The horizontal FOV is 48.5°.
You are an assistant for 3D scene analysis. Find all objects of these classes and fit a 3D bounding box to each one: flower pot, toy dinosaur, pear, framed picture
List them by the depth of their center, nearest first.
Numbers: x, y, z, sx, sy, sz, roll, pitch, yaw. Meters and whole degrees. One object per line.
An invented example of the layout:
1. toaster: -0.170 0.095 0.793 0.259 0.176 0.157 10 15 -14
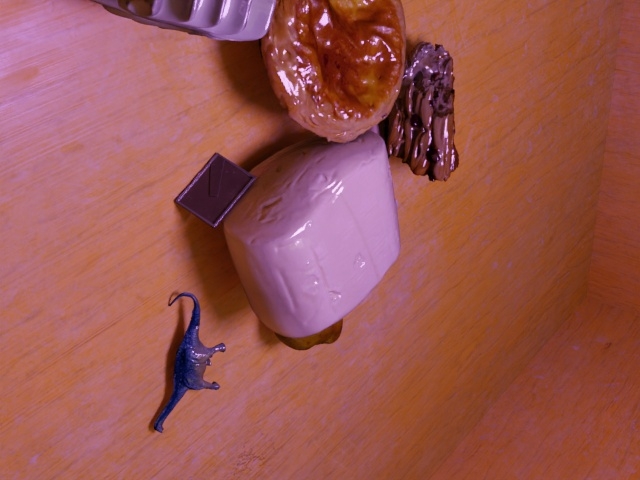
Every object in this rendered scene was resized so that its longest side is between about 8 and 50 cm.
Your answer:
1. flower pot: -0.265 -0.424 1.125 0.254 0.367 0.165 -12 117 -56
2. framed picture: -0.227 -0.110 1.541 0.149 0.109 0.011 -52 168 -19
3. toy dinosaur: -0.300 0.287 1.677 0.147 0.076 0.363 -2 114 -43
4. pear: -0.039 0.195 1.863 0.200 0.200 0.200 -27 127 -41

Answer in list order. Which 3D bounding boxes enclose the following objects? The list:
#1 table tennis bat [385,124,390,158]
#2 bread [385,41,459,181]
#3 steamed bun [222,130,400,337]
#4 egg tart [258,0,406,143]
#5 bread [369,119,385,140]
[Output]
1. table tennis bat: 0.150 -0.233 2.002 0.201 0.033 0.124 -63 143 -14
2. bread: 0.274 -0.346 1.927 0.314 0.191 0.370 -33 121 -74
3. steamed bun: -0.029 -0.038 1.674 0.456 0.289 0.372 -41 132 -32
4. egg tart: 0.010 -0.432 1.565 0.443 0.178 0.444 -4 96 -45
5. bread: 0.117 -0.304 1.931 0.077 0.105 0.152 50 36 -49
